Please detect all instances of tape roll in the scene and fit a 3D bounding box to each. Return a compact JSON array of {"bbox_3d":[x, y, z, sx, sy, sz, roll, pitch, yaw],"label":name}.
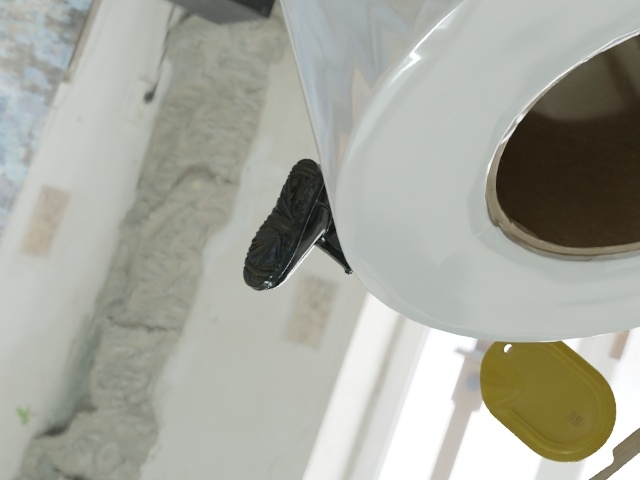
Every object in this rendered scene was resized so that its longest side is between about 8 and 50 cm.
[{"bbox_3d":[0.108,-0.094,0.428,0.246,0.169,0.246,-9,143,-7],"label":"tape roll"}]

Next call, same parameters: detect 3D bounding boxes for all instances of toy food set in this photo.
[{"bbox_3d":[0.297,0.204,1.309,0.218,0.128,0.071,43,-174,17],"label":"toy food set"}]

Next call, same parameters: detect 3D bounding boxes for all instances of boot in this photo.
[{"bbox_3d":[-0.001,0.000,0.861,0.045,0.121,0.099,18,170,45],"label":"boot"}]
